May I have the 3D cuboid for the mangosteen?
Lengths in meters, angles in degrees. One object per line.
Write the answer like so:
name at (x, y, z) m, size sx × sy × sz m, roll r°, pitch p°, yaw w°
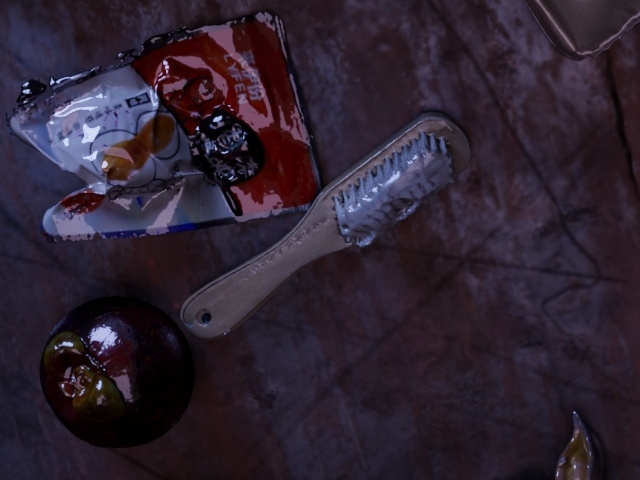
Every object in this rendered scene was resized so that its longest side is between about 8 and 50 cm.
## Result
mangosteen at (-0.196, 0.127, 1.183) m, size 0.153 × 0.152 × 0.152 m, roll 2°, pitch 106°, yaw 8°

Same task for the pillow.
pillow at (0.197, -0.272, 1.065) m, size 0.131 × 0.038 × 0.232 m, roll -39°, pitch 97°, yaw 14°

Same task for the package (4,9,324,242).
package at (-0.145, -0.091, 1.160) m, size 0.270 × 0.071 × 0.194 m, roll -17°, pitch 114°, yaw -6°

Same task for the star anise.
star anise at (0.309, 0.277, 1.215) m, size 0.227 × 0.219 × 0.148 m, roll 32°, pitch 76°, yaw -41°

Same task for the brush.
brush at (0.000, 0.000, 1.158) m, size 0.327 × 0.065 × 0.070 m, roll -35°, pitch 108°, yaw 18°
